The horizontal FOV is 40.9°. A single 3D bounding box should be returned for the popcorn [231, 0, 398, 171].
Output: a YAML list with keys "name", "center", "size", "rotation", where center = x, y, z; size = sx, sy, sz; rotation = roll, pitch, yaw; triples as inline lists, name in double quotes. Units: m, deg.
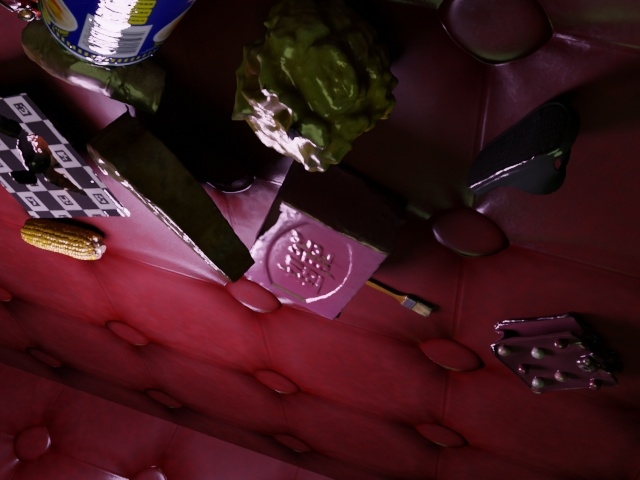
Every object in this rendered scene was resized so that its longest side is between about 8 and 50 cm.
- name: "popcorn"
  center: [-0.015, -0.215, 1.213]
  size: [0.249, 0.225, 0.249]
  rotation: [22, 155, 11]

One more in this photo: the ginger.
- name: "ginger"
  center: [-0.380, -0.301, 1.448]
  size: [0.262, 0.109, 0.116]
  rotation: [26, 126, -5]

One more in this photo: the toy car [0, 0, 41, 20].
- name: "toy car"
  center: [-0.458, -0.421, 1.333]
  size: [0.112, 0.112, 0.139]
  rotation: [-20, 141, 30]

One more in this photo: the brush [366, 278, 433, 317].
- name: "brush"
  center: [0.158, 0.116, 1.822]
  size: [0.169, 0.014, 0.043]
  rotation: [26, 148, -2]

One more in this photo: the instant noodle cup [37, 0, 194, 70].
- name: "instant noodle cup"
  center: [-0.255, -0.376, 1.118]
  size: [0.284, 0.284, 0.312]
  rotation: [31, 157, -12]

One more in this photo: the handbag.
- name: "handbag"
  center: [0.474, 0.234, 1.727]
  size: [0.216, 0.074, 0.203]
  rotation: [-11, 136, 45]

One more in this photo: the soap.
- name: "soap"
  center: [0.000, 0.000, 1.640]
  size: [0.232, 0.128, 0.359]
  rotation: [26, 151, -4]

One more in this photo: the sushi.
- name: "sushi"
  center: [-0.603, -0.187, 1.832]
  size: [0.359, 0.064, 0.343]
  rotation: [0, 138, 38]

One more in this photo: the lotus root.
- name: "lotus root"
  center: [-0.268, -0.073, 1.583]
  size: [0.375, 0.111, 0.390]
  rotation: [42, 171, 8]

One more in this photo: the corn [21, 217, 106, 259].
- name: "corn"
  center: [-0.640, -0.005, 2.131]
  size: [0.238, 0.080, 0.080]
  rotation: [12, 148, 17]

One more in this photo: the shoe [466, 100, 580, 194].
- name: "shoe"
  center: [0.314, -0.118, 1.255]
  size: [0.093, 0.108, 0.241]
  rotation: [31, 156, -15]
